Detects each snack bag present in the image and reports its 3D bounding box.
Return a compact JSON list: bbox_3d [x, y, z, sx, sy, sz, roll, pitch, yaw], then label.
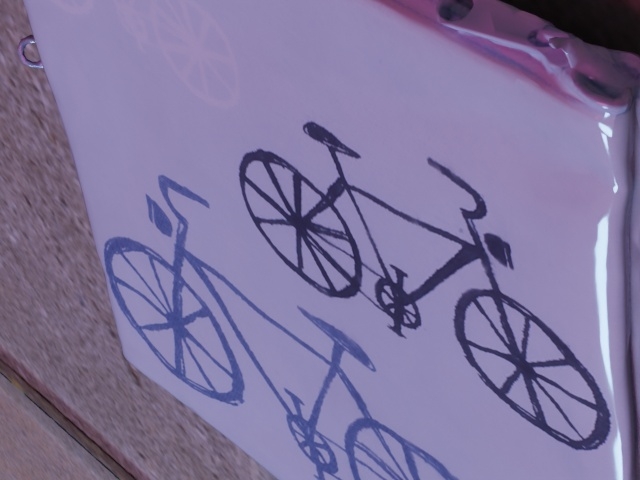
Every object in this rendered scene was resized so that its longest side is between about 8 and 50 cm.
[{"bbox_3d":[0.000,0.000,0.712,0.323,0.037,0.342,34,149,36],"label":"snack bag"}]
